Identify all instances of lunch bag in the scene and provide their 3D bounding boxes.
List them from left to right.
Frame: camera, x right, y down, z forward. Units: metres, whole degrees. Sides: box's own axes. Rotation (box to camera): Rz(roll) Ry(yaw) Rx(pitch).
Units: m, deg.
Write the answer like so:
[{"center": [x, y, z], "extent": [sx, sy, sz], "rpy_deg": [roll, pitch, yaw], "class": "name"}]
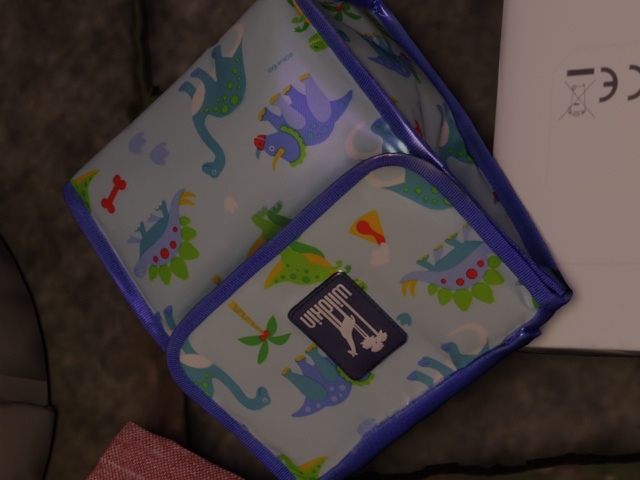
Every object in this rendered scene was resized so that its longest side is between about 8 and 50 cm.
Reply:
[{"center": [0.000, 0.000, 0.616], "extent": [0.129, 0.096, 0.151], "rpy_deg": [-41, 73, 21], "class": "lunch bag"}]

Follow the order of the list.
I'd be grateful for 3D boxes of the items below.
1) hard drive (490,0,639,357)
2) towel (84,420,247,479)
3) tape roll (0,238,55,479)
[{"center": [0.162, -0.117, 0.588], "extent": [0.210, 0.040, 0.318], "rpy_deg": [-1, 82, 37], "class": "hard drive"}, {"center": [-0.077, 0.230, 0.544], "extent": [0.237, 0.037, 0.329], "rpy_deg": [21, 66, 41], "class": "towel"}, {"center": [-0.248, 0.063, 0.646], "extent": [0.246, 0.169, 0.246], "rpy_deg": [-2, 81, 15], "class": "tape roll"}]
